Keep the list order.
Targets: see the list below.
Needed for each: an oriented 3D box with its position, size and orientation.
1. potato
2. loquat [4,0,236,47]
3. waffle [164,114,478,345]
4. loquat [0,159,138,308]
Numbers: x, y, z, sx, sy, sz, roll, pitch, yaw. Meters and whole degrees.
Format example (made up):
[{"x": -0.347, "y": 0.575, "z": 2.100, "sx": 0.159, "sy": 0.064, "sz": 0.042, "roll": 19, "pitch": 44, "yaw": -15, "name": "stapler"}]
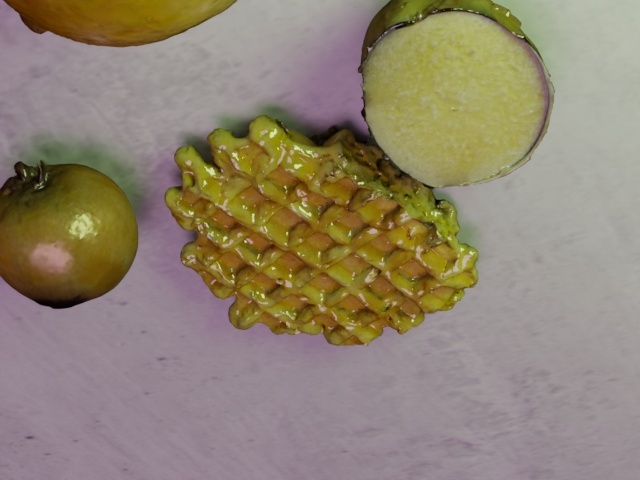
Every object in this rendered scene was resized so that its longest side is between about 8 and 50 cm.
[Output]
[{"x": 0.108, "y": -0.136, "z": 0.905, "sx": 0.164, "sy": 0.081, "sz": 0.200, "roll": -18, "pitch": 134, "yaw": 15, "name": "potato"}, {"x": -0.154, "y": -0.242, "z": 0.731, "sx": 0.244, "sy": 0.244, "sz": 0.244, "roll": 5, "pitch": 136, "yaw": 5, "name": "loquat"}, {"x": 0.000, "y": -0.003, "z": 1.075, "sx": 0.307, "sy": 0.060, "sz": 0.312, "roll": -6, "pitch": 136, "yaw": 14, "name": "waffle"}, {"x": -0.257, "y": -0.007, "z": 1.058, "sx": 0.163, "sy": 0.137, "sz": 0.163, "roll": 20, "pitch": 144, "yaw": 15, "name": "loquat"}]
